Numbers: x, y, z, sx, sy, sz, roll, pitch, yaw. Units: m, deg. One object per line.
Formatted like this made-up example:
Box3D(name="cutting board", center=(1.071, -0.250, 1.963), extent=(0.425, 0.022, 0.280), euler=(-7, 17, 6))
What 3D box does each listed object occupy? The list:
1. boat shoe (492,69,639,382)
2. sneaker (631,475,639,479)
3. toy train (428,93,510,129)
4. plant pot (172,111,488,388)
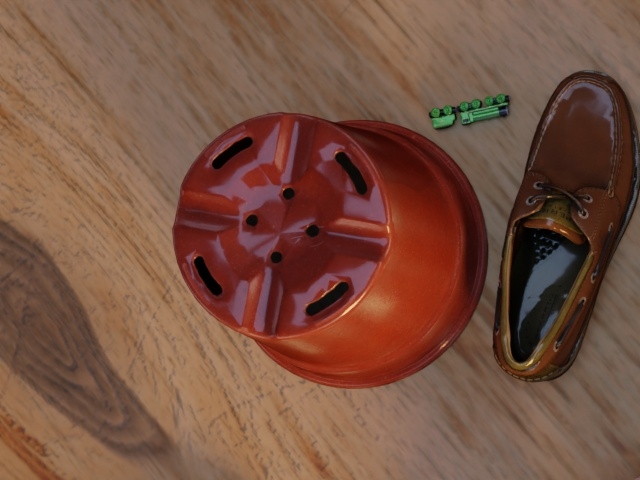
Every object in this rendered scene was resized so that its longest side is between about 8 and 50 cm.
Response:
Box3D(name="boat shoe", center=(0.234, -0.016, 1.768), extent=(0.111, 0.104, 0.307), euler=(9, 86, 16))
Box3D(name="sneaker", center=(0.360, 0.325, 1.616), extent=(0.169, 0.108, 0.292), euler=(-29, 78, 18))
Box3D(name="toy train", center=(0.148, -0.127, 1.851), extent=(0.083, 0.017, 0.023), euler=(-11, 91, 14))
Box3D(name="plant pot", center=(0.000, 0.000, 1.749), extent=(0.272, 0.265, 0.272), euler=(-2, 84, 15))
